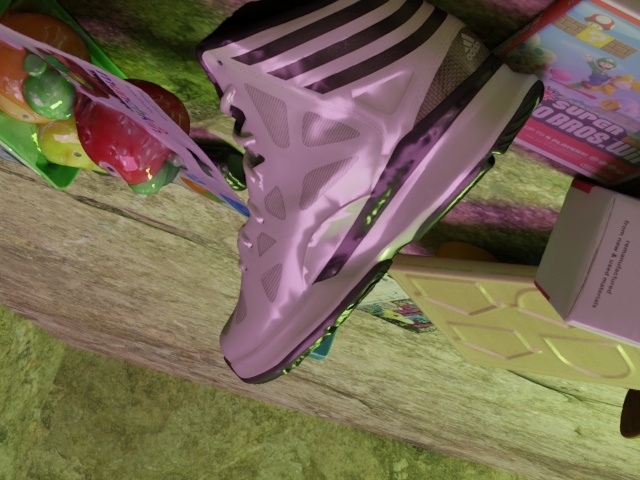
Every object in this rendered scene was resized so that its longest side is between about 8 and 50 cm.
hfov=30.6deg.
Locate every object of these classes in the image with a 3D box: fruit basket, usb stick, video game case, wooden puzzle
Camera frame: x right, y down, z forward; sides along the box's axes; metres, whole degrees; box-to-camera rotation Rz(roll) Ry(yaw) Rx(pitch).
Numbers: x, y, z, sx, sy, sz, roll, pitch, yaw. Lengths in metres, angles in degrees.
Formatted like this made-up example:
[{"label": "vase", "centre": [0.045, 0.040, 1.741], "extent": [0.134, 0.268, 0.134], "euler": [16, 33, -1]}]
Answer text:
[{"label": "fruit basket", "centre": [-0.248, -0.127, 1.225], "extent": [0.353, 0.165, 0.327], "euler": [32, 171, 27]}, {"label": "usb stick", "centre": [-0.210, -0.104, 1.548], "extent": [0.278, 0.045, 0.077], "euler": [8, 161, 35]}, {"label": "video game case", "centre": [0.244, -0.124, 0.994], "extent": [0.204, 0.025, 0.285], "euler": [23, 163, -14]}, {"label": "wooden puzzle", "centre": [0.278, 0.091, 1.539], "extent": [0.322, 0.080, 0.348], "euler": [5, 155, 39]}, {"label": "video game case", "centre": [0.125, 0.083, 1.780], "extent": [0.210, 0.041, 0.232], "euler": [25, 163, -20]}]

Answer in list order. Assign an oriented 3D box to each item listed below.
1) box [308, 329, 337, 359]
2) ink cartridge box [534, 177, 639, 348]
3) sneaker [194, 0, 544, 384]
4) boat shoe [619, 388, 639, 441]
[{"label": "box", "centre": [0.000, 0.000, 1.279], "extent": [0.101, 0.244, 0.060], "euler": [21, 170, -5]}, {"label": "ink cartridge box", "centre": [0.378, 0.052, 1.115], "extent": [0.306, 0.131, 0.226], "euler": [18, -174, 0]}, {"label": "sneaker", "centre": [-0.024, -0.068, 1.071], "extent": [0.257, 0.169, 0.447], "euler": [41, 129, 0]}, {"label": "boat shoe", "centre": [0.565, 0.269, 1.776], "extent": [0.110, 0.121, 0.341], "euler": [16, 174, -4]}]
